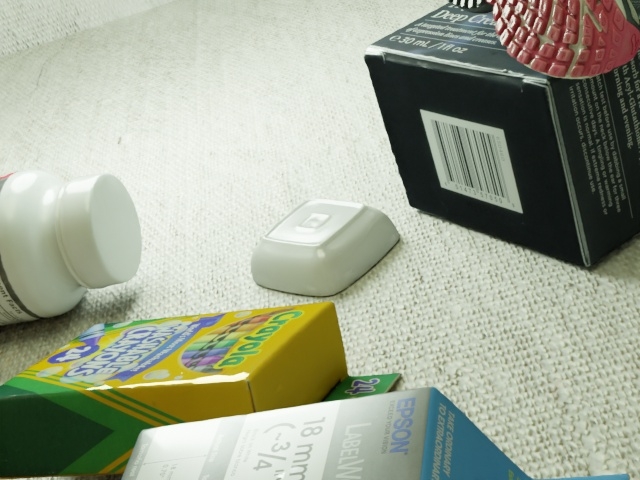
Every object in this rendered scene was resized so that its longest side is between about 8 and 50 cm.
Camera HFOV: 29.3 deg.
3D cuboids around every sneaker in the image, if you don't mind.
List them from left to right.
[{"bbox_3d":[0.220,-0.240,1.149,0.112,0.120,0.299,5,28,-22],"label":"sneaker"}]

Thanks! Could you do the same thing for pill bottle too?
[{"bbox_3d":[-0.382,0.013,1.448,0.319,0.176,0.176,-11,27,16],"label":"pill bottle"}]

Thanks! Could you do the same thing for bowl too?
[{"bbox_3d":[0.000,0.000,1.366,0.142,0.053,0.142,10,38,41],"label":"bowl"}]

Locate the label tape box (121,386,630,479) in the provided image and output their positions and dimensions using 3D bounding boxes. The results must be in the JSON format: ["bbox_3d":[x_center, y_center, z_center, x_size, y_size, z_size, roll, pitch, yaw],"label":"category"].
[{"bbox_3d":[0.021,0.209,0.765,0.334,0.105,0.240,-11,31,17],"label":"label tape box"}]

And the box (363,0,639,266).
[{"bbox_3d":[0.305,-0.182,1.337,0.395,0.212,0.293,-31,29,-24],"label":"box"}]

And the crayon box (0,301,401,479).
[{"bbox_3d":[-0.113,0.131,1.101,0.323,0.083,0.203,-6,13,22],"label":"crayon box"}]
